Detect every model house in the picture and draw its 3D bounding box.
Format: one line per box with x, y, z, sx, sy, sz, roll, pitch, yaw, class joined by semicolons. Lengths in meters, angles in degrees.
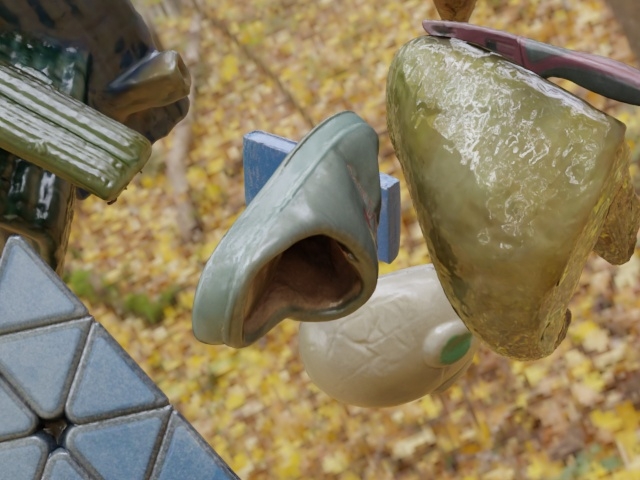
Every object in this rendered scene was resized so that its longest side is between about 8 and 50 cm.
-0.369;-0.159;1.531;0.400;0.395;0.445;-9;47;16;model house

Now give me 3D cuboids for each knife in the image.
0.161;-0.131;1.070;0.018;0.035;0.247;-23;31;-32;knife

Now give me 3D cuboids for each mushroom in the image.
0.129;-0.034;1.158;0.217;0.212;0.292;25;7;19;mushroom

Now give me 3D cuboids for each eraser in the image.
0.000;-0.075;2.378;0.312;0.144;0.043;21;36;35;eraser

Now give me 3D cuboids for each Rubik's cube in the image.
-0.237;0.166;1.349;0.228;0.229;0.233;-41;46;33;Rubik's cube

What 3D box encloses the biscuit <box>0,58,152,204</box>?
-0.305;-0.137;1.326;0.322;0.038;0.099;29;38;5;biscuit

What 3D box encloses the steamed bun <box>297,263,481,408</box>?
0.092;0.118;1.685;0.228;0.177;0.130;-18;66;-8;steamed bun

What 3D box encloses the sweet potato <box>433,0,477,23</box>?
0.110;-0.322;1.473;0.066;0.314;0.072;-2;43;27;sweet potato

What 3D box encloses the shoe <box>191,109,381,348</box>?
0.000;0.000;1.019;0.100;0.103;0.251;29;41;10;shoe
